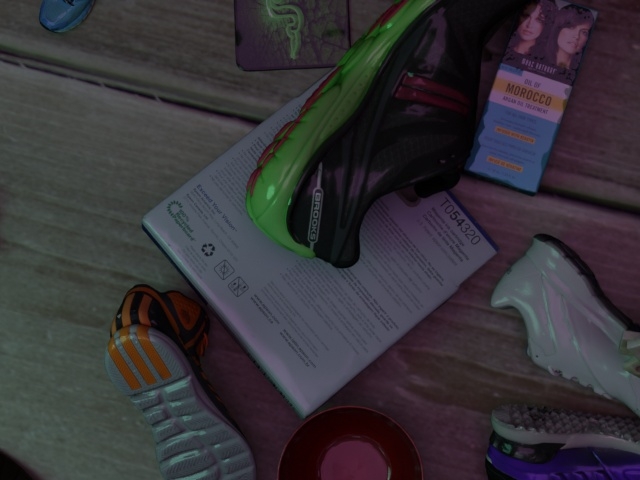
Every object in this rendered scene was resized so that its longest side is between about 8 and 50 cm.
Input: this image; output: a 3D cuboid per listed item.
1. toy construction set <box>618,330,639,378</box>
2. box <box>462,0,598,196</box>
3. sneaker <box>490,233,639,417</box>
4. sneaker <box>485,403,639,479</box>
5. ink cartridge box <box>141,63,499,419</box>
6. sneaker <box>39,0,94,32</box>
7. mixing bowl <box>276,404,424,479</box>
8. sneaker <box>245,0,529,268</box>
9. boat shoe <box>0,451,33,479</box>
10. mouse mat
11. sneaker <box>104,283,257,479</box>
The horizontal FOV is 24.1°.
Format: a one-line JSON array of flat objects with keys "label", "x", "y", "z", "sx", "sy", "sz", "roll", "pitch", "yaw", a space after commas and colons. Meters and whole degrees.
[{"label": "toy construction set", "x": 0.473, "y": 0.054, "z": 1.787, "sx": 0.151, "sy": 0.215, "sz": 0.328, "roll": 6, "pitch": 56, "yaw": 33}, {"label": "box", "x": 0.266, "y": -0.187, "z": 1.903, "sx": 0.100, "sy": 0.060, "sz": 0.244, "roll": 19, "pitch": 89, "yaw": 5}, {"label": "sneaker", "x": 0.336, "y": 0.133, "z": 1.869, "sx": 0.129, "sy": 0.111, "sz": 0.297, "roll": -43, "pitch": 74, "yaw": 13}, {"label": "sneaker", "x": 0.344, "y": 0.297, "z": 1.862, "sx": 0.293, "sy": 0.102, "sz": 0.146, "roll": 10, "pitch": 103, "yaw": 0}, {"label": "ink cartridge box", "x": 0.000, "y": 0.000, "z": 1.900, "sx": 0.330, "sy": 0.071, "sz": 0.324, "roll": -39, "pitch": 85, "yaw": -12}, {"label": "sneaker", "x": -0.314, "y": -0.343, "z": 1.947, "sx": 0.063, "sy": 0.073, "sz": 0.162, "roll": 37, "pitch": 90, "yaw": 5}, {"label": "mixing bowl", "x": 0.039, "y": 0.294, "z": 1.877, "sx": 0.181, "sy": 0.098, "sz": 0.182, "roll": 0, "pitch": 87, "yaw": 3}, {"label": "sneaker", "x": 0.113, "y": -0.166, "z": 1.840, "sx": 0.202, "sy": 0.185, "sz": 0.483, "roll": 42, "pitch": 84, "yaw": -10}, {"label": "boat shoe", "x": -0.480, "y": 0.301, "z": 1.928, "sx": 0.257, "sy": 0.095, "sz": 0.095, "roll": 30, "pitch": 104, "yaw": 11}, {"label": "mouse mat", "x": -0.038, "y": -0.317, "z": 1.959, "sx": 0.152, "sy": 0.007, "sz": 0.190, "roll": -3, "pitch": 86, "yaw": 4}, {"label": "sneaker", "x": -0.160, "y": 0.185, "z": 1.888, "sx": 0.124, "sy": 0.180, "sz": 0.321, "roll": -16, "pitch": 120, "yaw": 11}]
